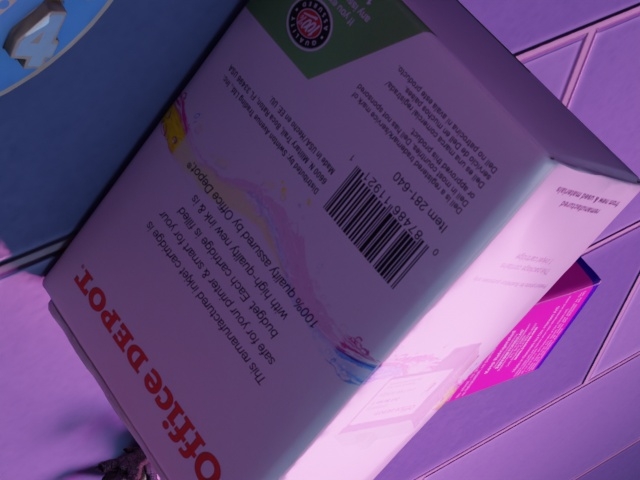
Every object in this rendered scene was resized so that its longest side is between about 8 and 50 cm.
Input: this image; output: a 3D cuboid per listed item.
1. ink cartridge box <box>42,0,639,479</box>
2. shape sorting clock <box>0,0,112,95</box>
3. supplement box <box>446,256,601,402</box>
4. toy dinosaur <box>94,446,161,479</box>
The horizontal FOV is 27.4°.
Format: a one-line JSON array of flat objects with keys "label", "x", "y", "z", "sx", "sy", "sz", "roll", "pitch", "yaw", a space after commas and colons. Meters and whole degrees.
[{"label": "ink cartridge box", "x": 0.000, "y": 0.000, "z": 0.725, "sx": 0.278, "sy": 0.201, "sz": 0.117, "roll": -51, "pitch": 150, "yaw": 21}, {"label": "shape sorting clock", "x": -0.159, "y": -0.118, "z": 0.536, "sx": 0.206, "sy": 0.040, "sz": 0.206, "roll": -29, "pitch": 150, "yaw": -19}, {"label": "supplement box", "x": 0.088, "y": 0.051, "z": 1.002, "sx": 0.220, "sy": 0.111, "sz": 0.114, "roll": -12, "pitch": 142, "yaw": -40}, {"label": "toy dinosaur", "x": -0.128, "y": 0.173, "z": 0.983, "sx": 0.118, "sy": 0.064, "sz": 0.268, "roll": -18, "pitch": 144, "yaw": -46}]
